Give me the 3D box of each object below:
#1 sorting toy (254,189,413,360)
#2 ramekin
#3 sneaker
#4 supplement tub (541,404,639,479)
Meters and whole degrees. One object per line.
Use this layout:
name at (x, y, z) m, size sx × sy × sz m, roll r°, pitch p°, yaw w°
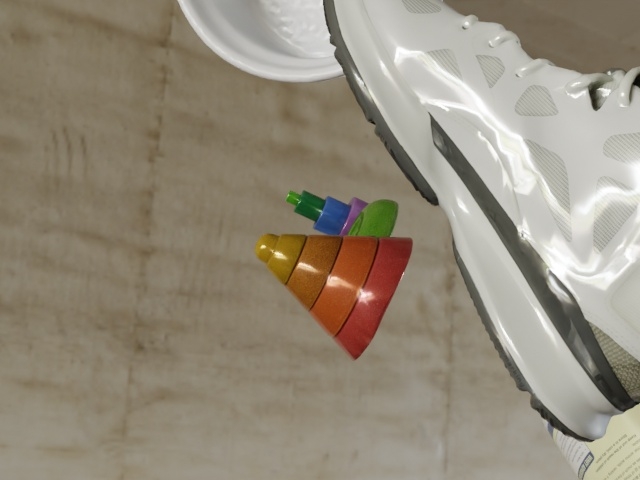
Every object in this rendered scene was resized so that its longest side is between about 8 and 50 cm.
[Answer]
sorting toy at (0.000, 0.000, 1.012) m, size 0.126 × 0.127 × 0.365 m, roll 25°, pitch 12°, yaw -6°
ramekin at (0.000, -0.290, 1.006) m, size 0.277 × 0.277 × 0.135 m, roll 0°, pitch 4°, yaw 17°
sneaker at (0.193, -0.101, 0.777) m, size 0.257 × 0.447 × 0.169 m, roll -35°, pitch -21°, yaw 21°
supplement tub at (0.442, 0.275, 1.227) m, size 0.235 × 0.325 × 0.235 m, roll -18°, pitch -37°, yaw -14°
